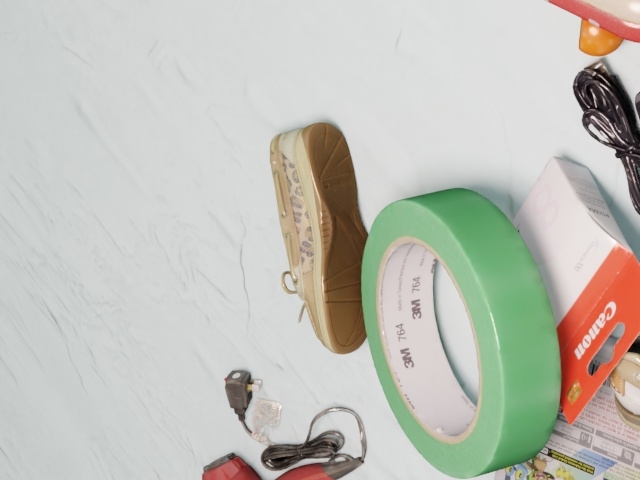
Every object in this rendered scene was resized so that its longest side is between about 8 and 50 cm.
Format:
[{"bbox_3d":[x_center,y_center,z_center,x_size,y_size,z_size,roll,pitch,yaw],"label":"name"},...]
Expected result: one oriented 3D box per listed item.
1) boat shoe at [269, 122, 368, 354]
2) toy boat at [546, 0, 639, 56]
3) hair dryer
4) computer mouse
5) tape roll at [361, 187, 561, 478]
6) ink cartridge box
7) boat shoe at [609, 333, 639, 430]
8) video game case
[{"bbox_3d":[0.000,0.000,1.869,0.089,0.104,0.285,-8,88,42],"label":"boat shoe"},{"bbox_3d":[0.291,-0.257,1.564,0.231,0.151,0.151,32,144,26],"label":"toy boat"},{"bbox_3d":[-0.062,0.334,2.015,0.223,0.080,0.293,20,114,30],"label":"hair dryer"},{"bbox_3d":[0.392,-0.141,1.542,0.188,0.072,0.272,62,147,2],"label":"computer mouse"},{"bbox_3d":[0.151,0.104,1.703,0.321,0.077,0.321,44,141,52],"label":"tape roll"},{"bbox_3d":[0.260,0.051,1.633,0.232,0.066,0.189,-102,34,-52],"label":"ink cartridge box"},{"bbox_3d":[0.440,0.154,1.529,0.302,0.113,0.103,3,137,26],"label":"boat shoe"},{"bbox_3d":[0.357,0.269,1.714,0.329,0.036,0.300,21,114,30],"label":"video game case"}]
